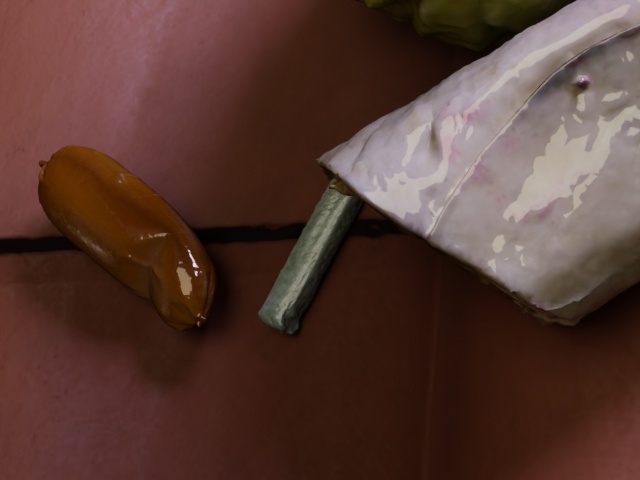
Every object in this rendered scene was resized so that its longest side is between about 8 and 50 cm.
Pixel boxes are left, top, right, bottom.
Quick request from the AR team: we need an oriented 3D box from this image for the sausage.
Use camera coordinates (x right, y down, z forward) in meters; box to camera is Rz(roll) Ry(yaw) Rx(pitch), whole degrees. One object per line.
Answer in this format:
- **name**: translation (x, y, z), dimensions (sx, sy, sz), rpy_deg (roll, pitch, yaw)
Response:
- **sausage**: translation (-0.121, -0.006, 0.848), dimensions (0.183, 0.054, 0.062), rpy_deg (36, 123, 31)

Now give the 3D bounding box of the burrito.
- **burrito**: translation (0.158, -0.059, 0.679), dimensions (0.299, 0.105, 0.143), rpy_deg (-32, 90, 12)

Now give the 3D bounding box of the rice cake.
- **rice cake**: translation (0.000, 0.000, 0.800), dimensions (0.022, 0.021, 0.121), rpy_deg (23, 82, 37)

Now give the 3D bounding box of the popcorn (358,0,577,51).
- **popcorn**: translation (0.083, -0.227, 0.737), dimensions (0.212, 0.259, 0.259), rpy_deg (3, 73, 44)
